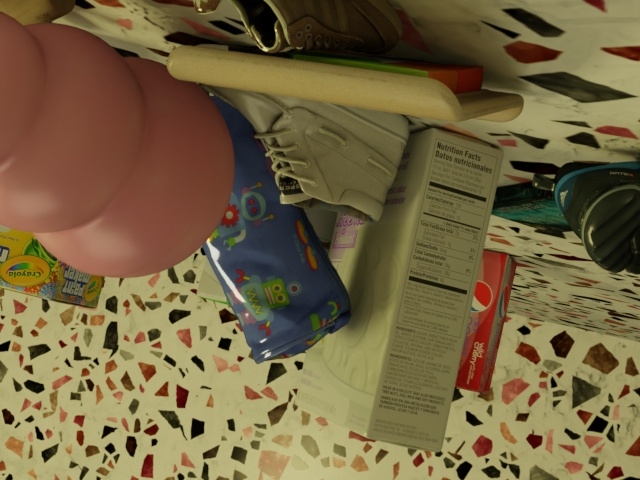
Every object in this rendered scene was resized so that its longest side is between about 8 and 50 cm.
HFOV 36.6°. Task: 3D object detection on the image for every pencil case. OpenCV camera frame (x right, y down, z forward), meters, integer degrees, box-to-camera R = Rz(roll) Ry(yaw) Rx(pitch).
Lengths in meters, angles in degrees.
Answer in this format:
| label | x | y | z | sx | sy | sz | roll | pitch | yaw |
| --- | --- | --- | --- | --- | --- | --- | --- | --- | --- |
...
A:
| label | x | y | z | sx | sy | sz | roll | pitch | yaw |
| --- | --- | --- | --- | --- | --- | --- | --- | --- | --- |
| pencil case | -0.068 | -0.023 | 1.052 | 0.133 | 0.306 | 0.119 | -22 | -179 | 29 |

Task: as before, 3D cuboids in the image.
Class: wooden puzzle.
| label | x | y | z | sx | sy | sz | roll | pitch | yaw |
| --- | --- | --- | --- | --- | --- | --- | --- | --- | --- |
| wooden puzzle | 0.031 | -0.128 | 0.758 | 0.221 | 0.044 | 0.239 | 12 | -170 | 21 |

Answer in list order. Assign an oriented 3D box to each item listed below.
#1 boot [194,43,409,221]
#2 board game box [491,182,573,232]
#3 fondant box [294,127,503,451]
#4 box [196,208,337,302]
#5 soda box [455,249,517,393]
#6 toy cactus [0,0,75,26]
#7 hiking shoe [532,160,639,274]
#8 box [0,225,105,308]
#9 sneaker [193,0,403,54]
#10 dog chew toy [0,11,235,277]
| label | x | y | z | sx | sy | sz | roll | pitch | yaw |
| --- | --- | --- | --- | --- | --- | --- | --- | --- | --- |
| boot | -0.023 | -0.097 | 0.961 | 0.258 | 0.123 | 0.095 | 18 | 173 | -31 |
| board game box | 0.290 | -0.040 | 1.225 | 0.126 | 0.026 | 0.186 | 16 | 173 | -16 |
| fondant box | 0.082 | 0.053 | 1.111 | 0.096 | 0.330 | 0.238 | 16 | 174 | -19 |
| box | 0.000 | 0.000 | 1.291 | 0.262 | 0.231 | 0.127 | 17 | 173 | -26 |
| soda box | 0.298 | 0.152 | 1.827 | 0.083 | 0.263 | 0.092 | 10 | 173 | 24 |
| toy cactus | -0.299 | -0.199 | 0.864 | 0.180 | 0.112 | 0.219 | -2 | 158 | 33 |
| hiking shoe | 0.368 | -0.029 | 0.946 | 0.304 | 0.113 | 0.132 | 10 | -154 | -23 |
| box | -0.394 | -0.089 | 1.167 | 0.290 | 0.279 | 0.177 | 14 | 174 | 6 |
| sneaker | -0.018 | -0.156 | 0.670 | 0.066 | 0.071 | 0.188 | 7 | 171 | 46 |
| dog chew toy | -0.221 | -0.090 | 0.828 | 0.206 | 0.206 | 0.332 | 10 | 169 | 33 |
